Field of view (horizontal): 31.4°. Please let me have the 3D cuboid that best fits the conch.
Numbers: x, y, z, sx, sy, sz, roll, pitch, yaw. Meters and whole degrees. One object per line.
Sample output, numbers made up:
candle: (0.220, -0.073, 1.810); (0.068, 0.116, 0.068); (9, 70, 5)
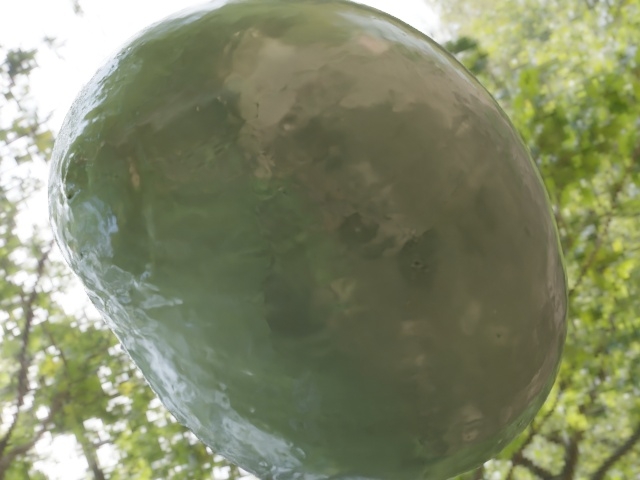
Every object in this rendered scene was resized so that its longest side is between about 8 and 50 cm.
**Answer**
conch: (-0.002, -0.001, 0.441); (0.221, 0.185, 0.121); (26, 180, 4)
